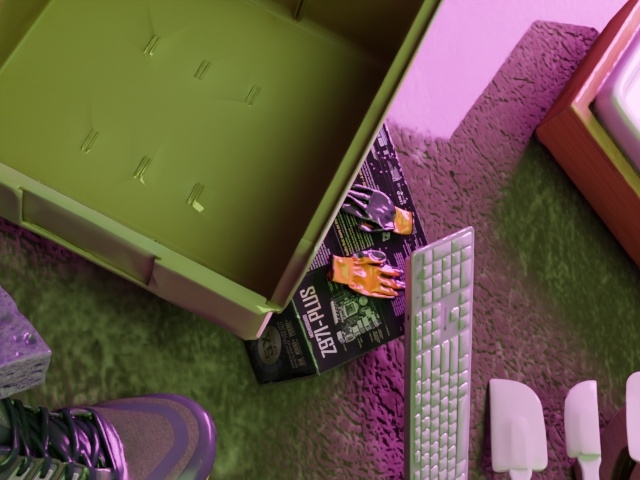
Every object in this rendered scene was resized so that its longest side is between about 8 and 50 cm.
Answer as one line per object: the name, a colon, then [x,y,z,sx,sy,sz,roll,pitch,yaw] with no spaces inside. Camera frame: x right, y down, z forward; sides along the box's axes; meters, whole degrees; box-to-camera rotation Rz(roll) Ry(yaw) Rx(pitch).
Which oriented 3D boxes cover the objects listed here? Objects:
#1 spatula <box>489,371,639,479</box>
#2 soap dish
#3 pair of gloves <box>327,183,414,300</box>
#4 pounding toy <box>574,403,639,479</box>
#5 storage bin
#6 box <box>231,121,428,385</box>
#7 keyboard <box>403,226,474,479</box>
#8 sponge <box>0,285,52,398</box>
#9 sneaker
spatula: [0.227,0.222,0.984,0.168,0.019,0.242,-1,60,4]
soap dish: [0.353,-0.088,1.184,0.291,0.118,0.229,49,56,-19]
pair of gloves: [0.039,0.002,0.891,0.074,0.010,0.083,18,68,-32]
pounding toy: [0.292,0.263,1.007,0.155,0.154,0.269,10,59,-37]
storage bin: [-0.089,-0.111,0.784,0.262,0.123,0.260,27,61,-1]
box: [0.000,0.000,0.919,0.147,0.077,0.180,-22,93,-39]
keyboard: [0.093,0.117,0.936,0.072,0.014,0.256,-18,118,-36]
sponge: [-0.257,0.017,0.675,0.117,0.031,0.210,-19,54,-41]
sneaker: [-0.182,0.136,0.700,0.300,0.121,0.111,-9,50,-39]
